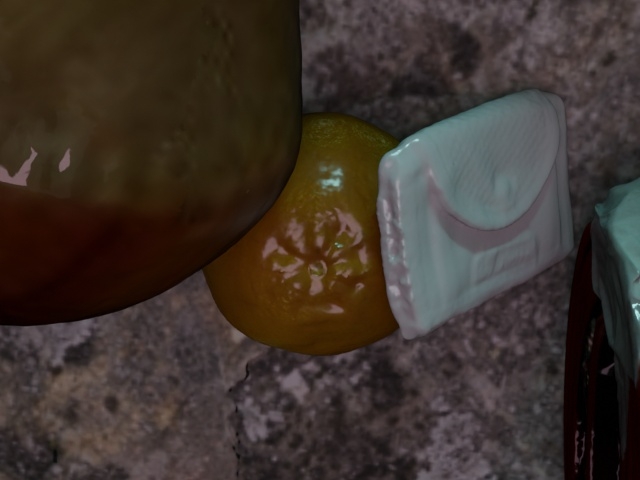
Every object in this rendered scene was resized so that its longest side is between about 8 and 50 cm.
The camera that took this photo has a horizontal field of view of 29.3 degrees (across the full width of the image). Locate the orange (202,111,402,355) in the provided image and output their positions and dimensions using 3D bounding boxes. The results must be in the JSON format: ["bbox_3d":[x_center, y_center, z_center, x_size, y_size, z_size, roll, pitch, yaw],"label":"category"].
[{"bbox_3d":[0.000,0.000,0.766,0.159,0.136,0.159,-1,107,-2],"label":"orange"}]

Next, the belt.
[{"bbox_3d":[0.223,0.123,0.754,0.115,0.227,0.324,-2,109,-1],"label":"belt"}]

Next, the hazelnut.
[{"bbox_3d":[-0.179,-0.118,0.651,0.372,0.315,0.372,15,130,18],"label":"hazelnut"}]

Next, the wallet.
[{"bbox_3d":[0.102,-0.021,0.750,0.032,0.183,0.124,9,112,40],"label":"wallet"}]
